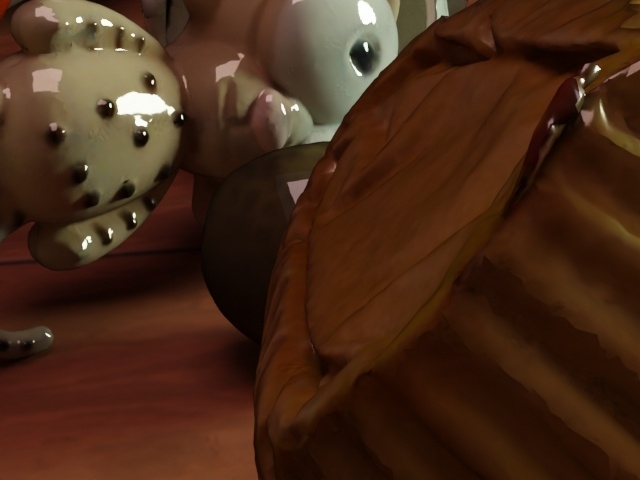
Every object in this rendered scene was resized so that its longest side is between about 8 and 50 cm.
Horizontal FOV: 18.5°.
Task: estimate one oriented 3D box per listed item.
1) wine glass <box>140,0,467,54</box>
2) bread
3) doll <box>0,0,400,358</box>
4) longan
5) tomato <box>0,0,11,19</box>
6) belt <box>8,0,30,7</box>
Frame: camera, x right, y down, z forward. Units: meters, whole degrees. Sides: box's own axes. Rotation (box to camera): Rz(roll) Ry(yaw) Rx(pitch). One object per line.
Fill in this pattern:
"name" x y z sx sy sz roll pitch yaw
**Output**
"wine glass" 0.004 -0.136 1.098 0.164 0.165 0.196 1 18 12
"bread" 0.072 0.018 0.630 0.274 0.149 0.274 -46 14 15
"doll" -0.073 -0.052 0.911 0.278 0.154 0.119 -23 25 -35
"longan" 0.000 0.000 0.849 0.113 0.092 0.113 1 45 -1
"tomato" -0.321 -0.197 1.098 0.293 0.290 0.325 20 30 -25
"belt" -0.299 -0.247 1.321 0.346 0.212 0.117 -9 23 -1
